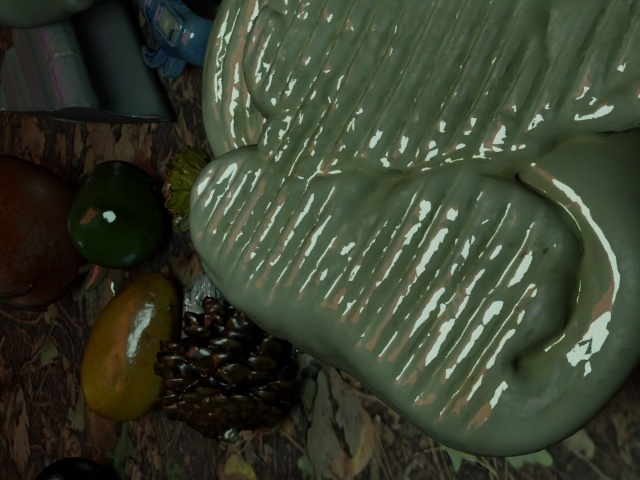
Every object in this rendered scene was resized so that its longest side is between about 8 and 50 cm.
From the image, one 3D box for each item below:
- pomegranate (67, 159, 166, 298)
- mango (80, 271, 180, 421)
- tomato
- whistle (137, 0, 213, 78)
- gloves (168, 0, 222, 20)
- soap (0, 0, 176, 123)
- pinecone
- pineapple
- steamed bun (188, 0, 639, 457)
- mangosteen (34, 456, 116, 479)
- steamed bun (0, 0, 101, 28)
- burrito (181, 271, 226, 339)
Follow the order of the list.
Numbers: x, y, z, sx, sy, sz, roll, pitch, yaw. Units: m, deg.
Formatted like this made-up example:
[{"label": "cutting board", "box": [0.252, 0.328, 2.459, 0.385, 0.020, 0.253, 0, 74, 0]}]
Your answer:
[{"label": "pomegranate", "box": [-0.278, -0.010, 1.379, 0.152, 0.131, 0.191, -95, 16, -56]}, {"label": "mango", "box": [-0.249, 0.145, 1.358, 0.227, 0.109, 0.147, -61, 40, 22]}, {"label": "tomato", "box": [-0.499, -0.015, 1.601, 0.265, 0.265, 0.265, 1, 92, 56]}, {"label": "whistle", "box": [-0.173, -0.284, 1.263, 0.180, 0.093, 0.269, -64, 35, 24]}, {"label": "gloves", "box": [-0.155, -0.374, 1.117, 0.135, 0.210, 0.312, 104, 152, -62]}, {"label": "soap", "box": [-0.354, -0.195, 1.460, 0.258, 0.159, 0.302, -55, 45, 37]}, {"label": "pinecone", "box": [-0.101, 0.134, 1.099, 0.173, 0.174, 0.173, 1, 92, 56]}, {"label": "pineapple", "box": [-0.162, -0.054, 1.275, 0.114, 0.077, 0.114, -77, 0, -52]}, {"label": "steamed bun", "box": [0.094, -0.060, 0.711, 0.368, 0.255, 0.342, 29, 98, 22]}, {"label": "mangosteen", "box": [-0.367, 0.402, 1.521, 0.152, 0.152, 0.152, 1, 92, 56]}, {"label": "steamed bun", "box": [-0.370, -0.411, 1.277, 0.383, 0.247, 0.236, -20, 58, 9]}, {"label": "burrito", "box": [-0.143, 0.138, 1.240, 0.064, 0.064, 0.203, 17, 105, 55]}]
